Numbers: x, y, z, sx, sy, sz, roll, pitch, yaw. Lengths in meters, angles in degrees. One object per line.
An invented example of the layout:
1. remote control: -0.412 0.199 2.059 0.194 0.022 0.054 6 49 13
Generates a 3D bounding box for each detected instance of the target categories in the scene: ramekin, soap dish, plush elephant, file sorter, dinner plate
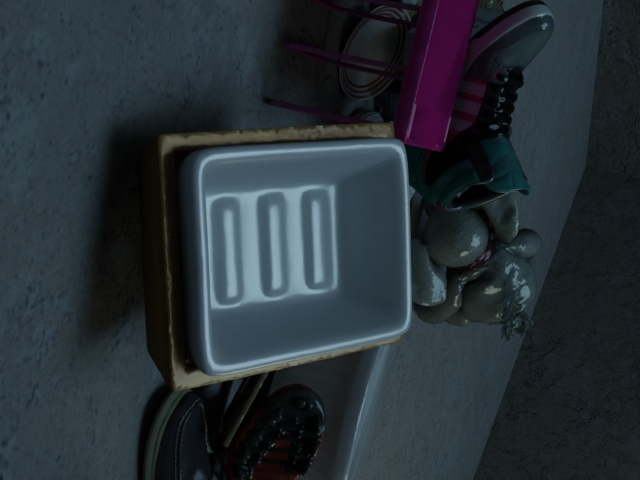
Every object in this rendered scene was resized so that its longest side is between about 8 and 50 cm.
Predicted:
1. ramekin: 0.008 0.218 1.546 0.273 0.127 0.273 15 90 -81
2. soap dish: -0.044 0.005 1.112 0.290 0.118 0.229 -8 98 -40
3. plush elephant: 0.259 0.020 2.055 0.255 0.271 0.330 56 1 -19
4. file sorter: 0.073 -0.270 1.344 0.202 0.182 0.291 -5 109 -72
5. dinner plate: 0.072 -0.257 1.555 0.141 0.017 0.141 -34 141 -32

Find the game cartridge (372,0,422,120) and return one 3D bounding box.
1. game cartridge: 0.132 -0.347 1.666 0.198 0.062 0.297 -55 153 -38

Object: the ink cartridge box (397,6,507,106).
1. ink cartridge box: 0.194 -0.249 1.617 0.176 0.127 0.128 -53 152 -58

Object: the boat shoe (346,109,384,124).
1. boat shoe: 0.056 -0.101 1.573 0.227 0.081 0.079 -55 153 -46

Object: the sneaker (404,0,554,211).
1. sneaker: 0.220 -0.142 1.444 0.123 0.178 0.295 -1 140 -49

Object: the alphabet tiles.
1. alphabet tiles: -0.054 0.118 1.328 0.237 0.009 0.198 -61 -176 -3

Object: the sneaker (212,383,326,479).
1. sneaker: -0.070 0.247 1.366 0.135 0.097 0.276 -92 -158 -49

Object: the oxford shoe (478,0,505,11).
1. oxford shoe: 0.284 -0.371 1.959 0.123 0.130 0.348 -20 122 -68

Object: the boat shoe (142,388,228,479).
1. boat shoe: -0.138 0.290 1.280 0.103 0.092 0.285 -44 144 -57

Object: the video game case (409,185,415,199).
1. video game case: 0.105 -0.072 1.737 0.206 0.026 0.227 -63 165 -2
